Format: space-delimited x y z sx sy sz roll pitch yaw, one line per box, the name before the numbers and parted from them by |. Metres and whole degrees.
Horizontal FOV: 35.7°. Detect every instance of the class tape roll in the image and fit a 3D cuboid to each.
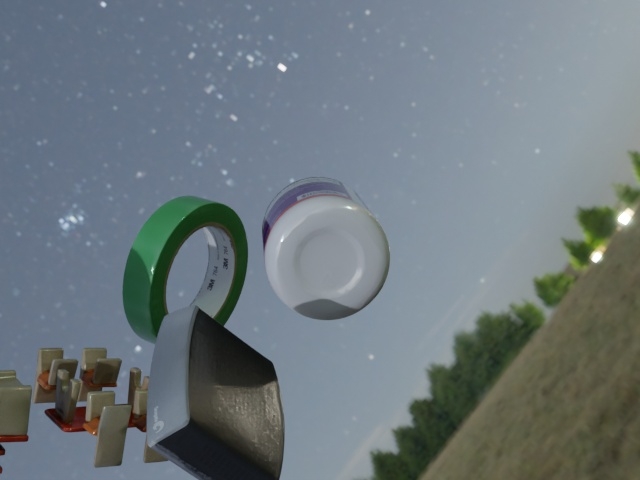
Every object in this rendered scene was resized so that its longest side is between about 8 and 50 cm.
tape roll | -0.275 0.069 2.064 0.321 0.077 0.321 -33 -50 -50

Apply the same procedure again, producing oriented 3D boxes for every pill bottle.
pill bottle | 0.000 0.000 1.544 0.181 0.181 0.323 -54 10 6

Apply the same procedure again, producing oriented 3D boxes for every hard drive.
hard drive | -0.112 0.179 1.119 0.054 0.172 0.255 -44 21 16

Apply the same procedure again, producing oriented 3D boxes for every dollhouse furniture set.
dollhouse furniture set | -0.373 0.263 1.462 0.259 0.262 0.135 4 -79 -37
